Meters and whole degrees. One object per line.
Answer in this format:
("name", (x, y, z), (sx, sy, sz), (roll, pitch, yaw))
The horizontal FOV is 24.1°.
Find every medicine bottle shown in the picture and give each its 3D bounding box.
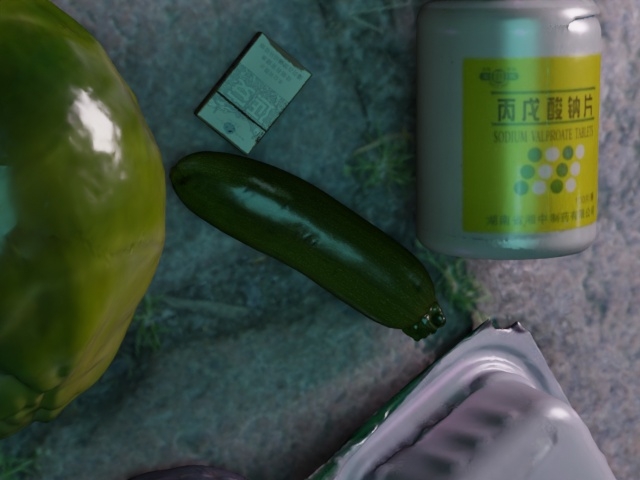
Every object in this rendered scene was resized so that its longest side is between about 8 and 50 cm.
("medicine bottle", (0.142, -0.121, 1.143), (0.143, 0.143, 0.258), (-3, 99, -12))

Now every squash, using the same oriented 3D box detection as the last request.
("squash", (0.000, 0.000, 1.172), (0.258, 0.069, 0.069), (30, 92, -16))

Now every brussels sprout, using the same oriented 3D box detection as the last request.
("brussels sprout", (-0.258, -0.020, 1.023), (0.344, 0.268, 0.344), (4, 117, 7))

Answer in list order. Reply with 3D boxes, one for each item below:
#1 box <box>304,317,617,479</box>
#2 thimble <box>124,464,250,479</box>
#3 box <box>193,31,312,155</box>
("box", (0.166, 0.256, 1.195), (0.264, 0.106, 0.337), (-38, 105, -23))
("thimble", (-0.113, 0.284, 1.143), (0.236, 0.172, 0.205), (8, 95, -12))
("box", (-0.053, -0.114, 1.162), (0.053, 0.024, 0.083), (37, 89, -16))
